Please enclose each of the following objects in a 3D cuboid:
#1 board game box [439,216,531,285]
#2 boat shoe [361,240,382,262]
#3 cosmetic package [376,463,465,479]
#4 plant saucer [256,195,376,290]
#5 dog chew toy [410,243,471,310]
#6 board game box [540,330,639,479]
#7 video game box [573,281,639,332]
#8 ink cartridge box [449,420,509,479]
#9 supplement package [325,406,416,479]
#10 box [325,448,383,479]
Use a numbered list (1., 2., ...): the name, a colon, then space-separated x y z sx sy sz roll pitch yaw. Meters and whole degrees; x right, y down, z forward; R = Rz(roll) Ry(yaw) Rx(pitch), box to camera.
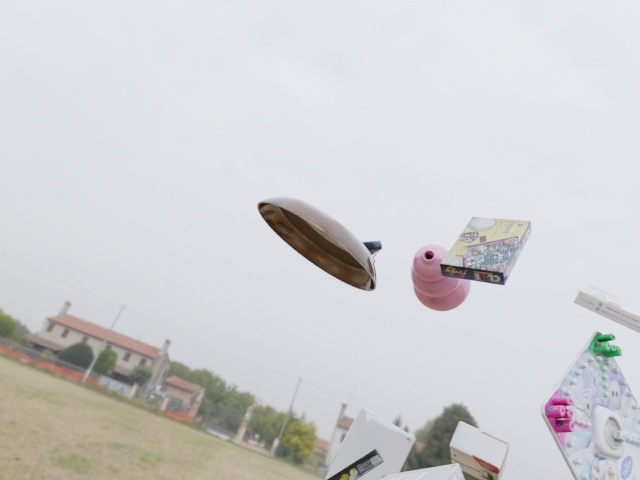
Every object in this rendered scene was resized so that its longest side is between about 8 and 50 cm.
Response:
1. board game box: 0.445 0.020 1.301 0.165 0.243 0.042 8 -52 37
2. boat shoe: 0.146 0.062 1.762 0.109 0.088 0.258 0 -15 -23
3. cosmetic package: 0.143 0.411 0.587 0.127 0.237 0.107 -30 -19 32
4. plant saucer: 0.000 0.000 1.052 0.311 0.050 0.310 33 -15 10
5. dog chew toy: 0.408 0.119 1.696 0.207 0.206 0.332 9 -21 27
6. board game box: 0.747 0.489 1.242 0.050 0.390 0.389 -27 -89 52
7. video game box: 0.832 0.188 1.396 0.187 0.048 0.205 30 17 26
8. ink cartridge box: 0.316 0.429 0.972 0.099 0.056 0.135 17 -32 30
9. supplement package: 0.166 0.730 1.644 0.204 0.261 0.145 28 -14 11
10. box: 0.054 0.440 0.915 0.027 0.137 0.094 57 -7 26
